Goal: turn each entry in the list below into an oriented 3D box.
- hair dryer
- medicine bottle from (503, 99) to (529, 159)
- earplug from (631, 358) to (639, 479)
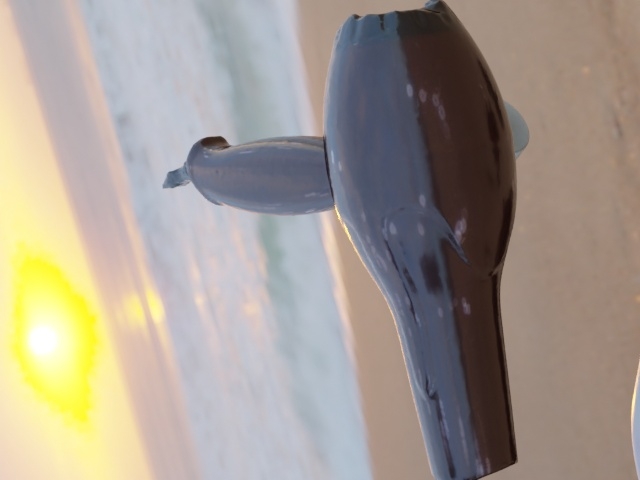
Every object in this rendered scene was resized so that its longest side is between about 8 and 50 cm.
[{"bbox_3d":[0.000,0.000,1.143,0.340,0.123,0.312,0,100,49],"label":"hair dryer"},{"bbox_3d":[0.147,-0.070,1.758,0.183,0.086,0.086,-57,45,45],"label":"medicine bottle"},{"bbox_3d":[0.419,0.150,1.778,0.172,0.172,0.301,-148,68,-77],"label":"earplug"}]
